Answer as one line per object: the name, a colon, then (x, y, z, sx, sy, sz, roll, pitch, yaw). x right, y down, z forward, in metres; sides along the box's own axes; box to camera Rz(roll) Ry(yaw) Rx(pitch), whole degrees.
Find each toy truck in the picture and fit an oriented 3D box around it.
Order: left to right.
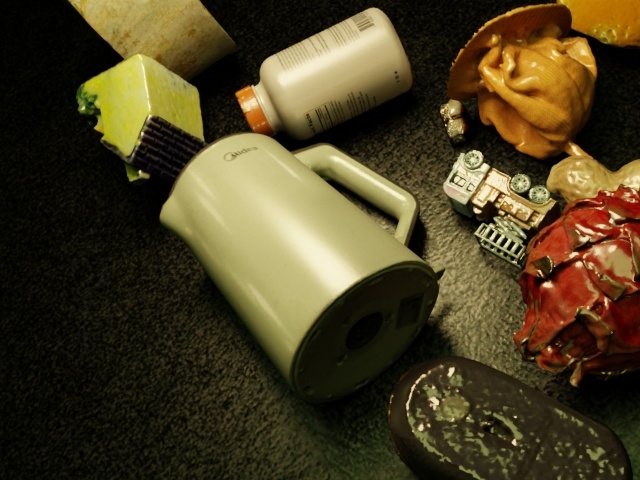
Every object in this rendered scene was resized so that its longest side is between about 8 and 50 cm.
toy truck: (0.267, -0.051, 1.257, 0.178, 0.080, 0.115, 34, 84, 28)

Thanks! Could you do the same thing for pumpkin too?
pumpkin: (-0.334, -0.423, 1.529, 0.199, 0.332, 0.332, -41, 57, 4)

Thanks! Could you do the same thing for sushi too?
sushi: (0.229, -0.205, 1.376, 0.046, 0.044, 0.083, -17, 59, 7)

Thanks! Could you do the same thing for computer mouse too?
computer mouse: (0.239, 0.270, 1.052, 0.323, 0.116, 0.183, 27, 68, 20)

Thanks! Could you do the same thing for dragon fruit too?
dragon fruit: (0.377, 0.060, 1.063, 0.299, 0.244, 0.244, -36, 57, -2)

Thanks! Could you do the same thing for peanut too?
peanut: (0.441, -0.068, 1.177, 0.228, 0.086, 0.104, 8, 82, 23)

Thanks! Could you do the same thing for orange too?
orange: (0.553, -0.465, 1.371, 0.334, 0.196, 0.262, -42, 44, -2)

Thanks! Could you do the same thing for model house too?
model house: (-0.304, -0.176, 1.438, 0.170, 0.194, 0.211, -21, 68, 20)

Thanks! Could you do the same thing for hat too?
hat: (0.352, -0.210, 1.262, 0.233, 0.244, 0.233, -32, 70, 6)

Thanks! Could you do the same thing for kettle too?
kettle: (0.000, 0.000, 1.232, 0.361, 0.250, 0.377, -27, 51, -25)

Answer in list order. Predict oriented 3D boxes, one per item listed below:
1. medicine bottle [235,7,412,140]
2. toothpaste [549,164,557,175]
medicine bottle: (0.002, -0.274, 1.417, 0.289, 0.157, 0.157, -25, 57, 1)
toothpaste: (0.471, -0.067, 1.228, 0.255, 0.037, 0.067, 20, 73, 22)
